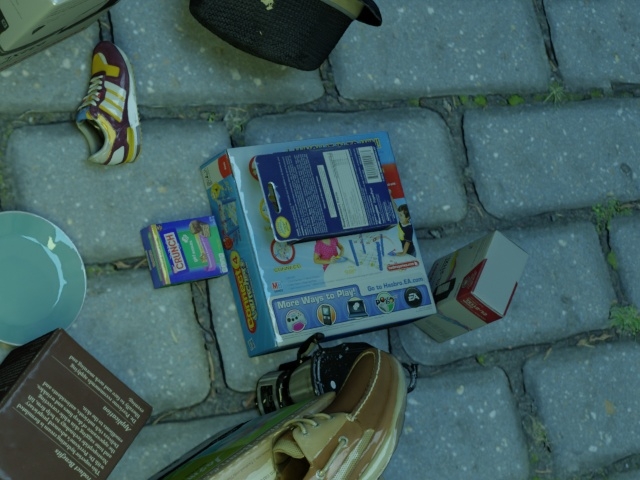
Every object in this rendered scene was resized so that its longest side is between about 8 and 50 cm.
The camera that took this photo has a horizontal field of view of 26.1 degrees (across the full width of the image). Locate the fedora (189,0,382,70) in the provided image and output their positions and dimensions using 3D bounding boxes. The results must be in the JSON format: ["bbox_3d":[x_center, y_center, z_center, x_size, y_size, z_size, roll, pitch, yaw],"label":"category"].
[{"bbox_3d":[-0.077,-0.355,2.096,0.334,0.334,0.152,23,94,-26],"label":"fedora"}]

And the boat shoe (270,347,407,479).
[{"bbox_3d":[0.004,0.252,1.607,0.116,0.123,0.324,34,56,-14],"label":"boat shoe"}]

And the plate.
[{"bbox_3d":[-0.406,0.053,1.858,0.188,0.024,0.188,11,68,-30],"label":"plate"}]

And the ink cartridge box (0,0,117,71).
[{"bbox_3d":[-0.362,-0.348,1.842,0.223,0.307,0.129,-35,97,-36],"label":"ink cartridge box"}]

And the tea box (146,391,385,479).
[{"bbox_3d":[-0.121,0.386,1.752,0.329,0.323,0.220,-32,93,-37],"label":"tea box"}]

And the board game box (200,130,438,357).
[{"bbox_3d":[0.000,0.000,2.103,0.308,0.086,0.301,-9,79,-35],"label":"board game box"}]

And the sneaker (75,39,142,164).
[{"bbox_3d":[-0.311,-0.199,1.973,0.084,0.070,0.185,-5,77,-40],"label":"sneaker"}]

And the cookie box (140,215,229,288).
[{"bbox_3d":[-0.196,0.017,1.996,0.107,0.040,0.091,-10,81,-34],"label":"cookie box"}]

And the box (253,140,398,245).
[{"bbox_3d":[0.002,-0.070,2.049,0.225,0.036,0.136,-8,79,-36],"label":"box"}]

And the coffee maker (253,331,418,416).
[{"bbox_3d":[0.018,0.217,1.986,0.171,0.178,0.120,21,67,-24],"label":"coffee maker"}]

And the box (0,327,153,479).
[{"bbox_3d":[-0.355,0.247,1.737,0.168,0.167,0.203,45,56,-16],"label":"box"}]

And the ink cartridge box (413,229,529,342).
[{"bbox_3d":[0.232,0.075,2.177,0.072,0.175,0.127,35,58,-16],"label":"ink cartridge box"}]
